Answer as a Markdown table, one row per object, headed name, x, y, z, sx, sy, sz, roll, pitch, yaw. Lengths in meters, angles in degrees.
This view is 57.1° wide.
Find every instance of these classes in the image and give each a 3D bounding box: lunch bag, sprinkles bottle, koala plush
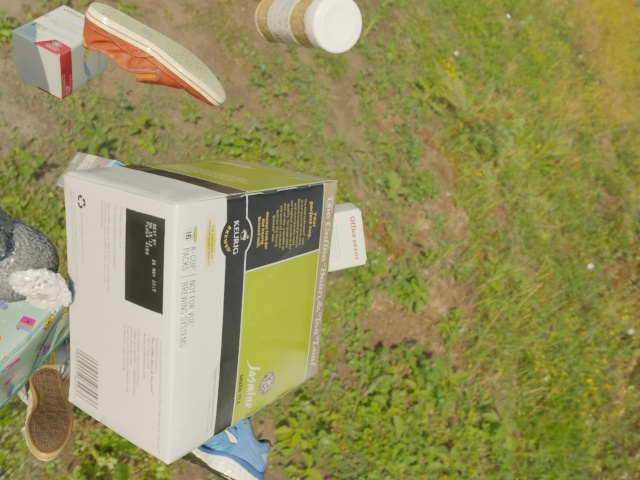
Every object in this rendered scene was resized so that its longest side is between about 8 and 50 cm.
| name | x | y | z | sx | sy | sz | roll | pitch | yaw |
| --- | --- | --- | --- | --- | --- | --- | --- | --- | --- |
| lunch bag | -0.628 | 0.212 | 1.233 | 0.107 | 0.224 | 0.279 | 33 | 53 | 4 |
| sprinkles bottle | -0.041 | -0.518 | 1.392 | 0.121 | 0.121 | 0.355 | 17 | 11 | -33 |
| koala plush | -0.419 | 0.009 | 0.729 | 0.196 | 0.203 | 0.221 | 35 | -2 | 43 |

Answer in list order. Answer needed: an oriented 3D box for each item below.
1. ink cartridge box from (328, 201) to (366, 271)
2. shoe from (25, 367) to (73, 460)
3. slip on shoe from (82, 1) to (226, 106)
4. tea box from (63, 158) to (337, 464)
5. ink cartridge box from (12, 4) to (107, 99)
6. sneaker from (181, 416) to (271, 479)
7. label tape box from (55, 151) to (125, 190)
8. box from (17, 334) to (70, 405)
| name | x | y | z | sx | sy | sz | roll | pitch | yaw |
| --- | --- | --- | --- | --- | --- | --- | --- | --- | --- |
| ink cartridge box | 0.000 | 0.000 | 1.256 | 0.175 | 0.072 | 0.128 | -11 | 108 | -10 |
| shoe | -0.488 | 0.318 | 1.058 | 0.076 | 0.058 | 0.219 | 0 | 27 | -25 |
| slip on shoe | -0.359 | -0.384 | 1.282 | 0.331 | 0.101 | 0.123 | 27 | 28 | -18 |
| tea box | -0.161 | 0.066 | 0.844 | 0.323 | 0.220 | 0.329 | -14 | 114 | -53 |
| ink cartridge box | -0.606 | -0.445 | 1.387 | 0.128 | 0.127 | 0.176 | 27 | 46 | 5 |
| sneaker | -0.241 | 0.426 | 1.309 | 0.330 | 0.129 | 0.147 | 42 | 55 | -29 |
| label tape box | -0.478 | -0.093 | 1.462 | 0.249 | 0.347 | 0.115 | 41 | 77 | -37 |
| box | -0.743 | 0.320 | 1.603 | 0.056 | 0.231 | 0.183 | 33 | 43 | 18 |
